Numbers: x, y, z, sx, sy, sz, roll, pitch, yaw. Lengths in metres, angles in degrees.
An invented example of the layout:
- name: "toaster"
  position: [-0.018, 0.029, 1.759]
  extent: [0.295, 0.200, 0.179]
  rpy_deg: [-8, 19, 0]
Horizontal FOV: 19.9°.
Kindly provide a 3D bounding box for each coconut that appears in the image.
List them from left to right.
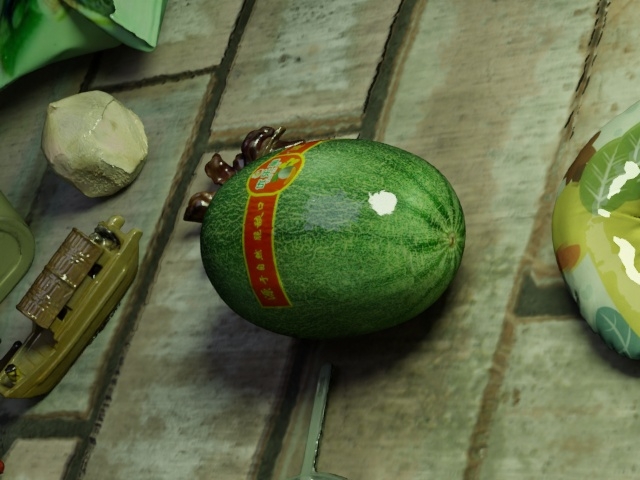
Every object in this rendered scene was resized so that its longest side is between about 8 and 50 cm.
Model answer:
- name: "coconut"
  position: [-0.255, -0.113, 2.023]
  extent: [0.110, 0.124, 0.110]
  rpy_deg: [-27, 43, 28]

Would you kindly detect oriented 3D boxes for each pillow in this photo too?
- name: "pillow"
  position: [0.295, -0.027, 1.484]
  extent: [0.233, 0.086, 0.214]
  rpy_deg: [-30, 53, 18]

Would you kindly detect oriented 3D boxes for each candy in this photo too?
- name: "candy"
  position: [-0.324, -0.288, 2.185]
  extent: [0.398, 0.172, 0.263]
  rpy_deg: [-15, 51, 32]

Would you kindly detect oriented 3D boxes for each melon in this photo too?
- name: "melon"
  position: [0.000, 0.000, 1.653]
  extent: [0.288, 0.182, 0.182]
  rpy_deg: [-10, 54, 41]

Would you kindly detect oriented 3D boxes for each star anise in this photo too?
- name: "star anise"
  position: [-0.076, -0.047, 1.861]
  extent: [0.168, 0.057, 0.168]
  rpy_deg: [-30, 46, 36]

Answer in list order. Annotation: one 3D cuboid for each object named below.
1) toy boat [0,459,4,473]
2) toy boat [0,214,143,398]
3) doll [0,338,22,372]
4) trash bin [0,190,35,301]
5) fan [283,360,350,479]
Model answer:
- name: "toy boat"
  position: [-0.372, 0.248, 1.893]
  extent: [0.089, 0.071, 0.185]
  rpy_deg: [-7, 40, -15]
- name: "toy boat"
  position: [-0.272, 0.068, 1.925]
  extent: [0.226, 0.088, 0.068]
  rpy_deg: [-53, 40, -6]
- name: "doll"
  position: [-0.410, 0.158, 2.004]
  extent: [0.139, 0.057, 0.165]
  rpy_deg: [26, 95, 39]
- name: "trash bin"
  position: [-0.466, 0.011, 2.132]
  extent: [0.243, 0.121, 0.247]
  rpy_deg: [-48, 42, 2]
- name: "fan"
  position: [-0.006, 0.262, 1.581]
  extent: [0.223, 0.012, 0.294]
  rpy_deg: [23, 78, 50]
